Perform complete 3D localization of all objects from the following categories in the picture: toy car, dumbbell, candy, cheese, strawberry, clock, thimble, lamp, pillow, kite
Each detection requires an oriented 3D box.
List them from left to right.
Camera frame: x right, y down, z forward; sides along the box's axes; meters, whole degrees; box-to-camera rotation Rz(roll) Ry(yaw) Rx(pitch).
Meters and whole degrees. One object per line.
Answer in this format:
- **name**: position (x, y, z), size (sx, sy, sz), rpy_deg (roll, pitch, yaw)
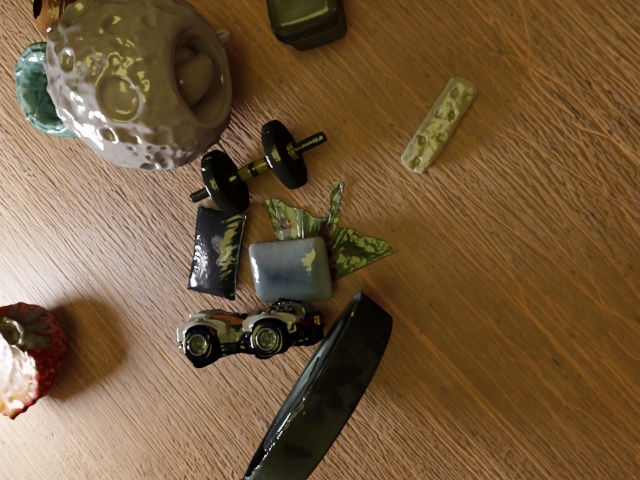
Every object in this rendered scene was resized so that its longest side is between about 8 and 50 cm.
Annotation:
- **strawberry**: position (-0.794, 0.313, 1.137), size (0.265, 0.149, 0.336), rpy_deg (29, 114, 4)
- **lamp**: position (-0.573, -0.508, 0.972), size (0.136, 0.136, 0.136), rpy_deg (2, 97, 16)
- **thimble**: position (-0.557, -0.328, 0.974), size (0.235, 0.143, 0.198), rpy_deg (44, 115, 9)
- **pillow**: position (-0.238, 0.027, 0.981), size (0.141, 0.055, 0.208), rpy_deg (12, 99, 23)
- **dumbbell**: position (-0.135, -0.147, 0.881), size (0.325, 0.143, 0.143), rpy_deg (-21, 90, 17)
- **toy car**: position (-0.135, 0.188, 0.905), size (0.301, 0.193, 0.118), rpy_deg (-12, 79, 17)
- **candy**: position (-0.063, 0.064, 0.913), size (0.174, 0.071, 0.138), rpy_deg (-5, 102, 20)
- **clock**: position (-0.001, 0.269, 0.771), size (0.076, 0.386, 0.386), rpy_deg (33, 104, 5)
- **kite**: position (0.000, 0.000, 0.928), size (0.322, 0.013, 0.268), rpy_deg (23, 103, 12)
- **cheese**: position (0.226, -0.218, 0.820), size (0.065, 0.043, 0.194), rpy_deg (35, 104, 11)

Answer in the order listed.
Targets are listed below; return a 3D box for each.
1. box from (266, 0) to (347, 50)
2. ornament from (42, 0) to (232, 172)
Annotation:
- **box**: position (-0.033, -0.484, 0.818), size (0.147, 0.129, 0.210), rpy_deg (-11, 94, 17)
- **ornament**: position (-0.343, -0.300, 0.827), size (0.337, 0.337, 0.337), rpy_deg (2, 97, 16)
